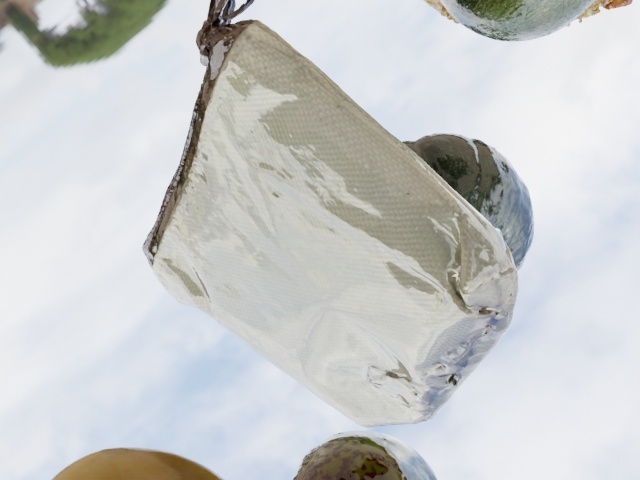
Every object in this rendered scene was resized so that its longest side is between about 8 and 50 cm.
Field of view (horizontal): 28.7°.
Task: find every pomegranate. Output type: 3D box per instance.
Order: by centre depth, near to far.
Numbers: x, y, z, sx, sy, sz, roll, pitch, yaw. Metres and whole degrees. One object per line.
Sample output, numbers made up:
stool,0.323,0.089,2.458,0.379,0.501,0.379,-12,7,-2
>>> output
pomegranate,0.018,0.322,1.415,0.247,0.214,0.214,-16,-150,7

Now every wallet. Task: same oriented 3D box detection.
wallet,-0.003,0.001,0.848,0.068,0.275,0.335,-44,170,-33

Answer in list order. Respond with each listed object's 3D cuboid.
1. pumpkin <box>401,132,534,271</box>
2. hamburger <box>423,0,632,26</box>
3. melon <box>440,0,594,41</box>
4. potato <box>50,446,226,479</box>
pumpkin,0.116,-0.015,1.289,0.211,0.211,0.152,-28,-146,22
hamburger,0.169,-0.315,1.064,0.294,0.276,0.179,-5,-162,-26
melon,0.123,-0.183,0.740,0.114,0.114,0.167,-57,-176,-33
potato,-0.082,0.218,0.670,0.150,0.234,0.146,-18,160,-29
